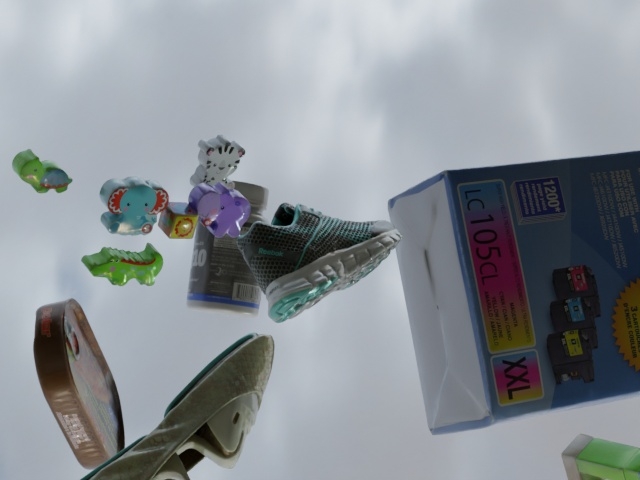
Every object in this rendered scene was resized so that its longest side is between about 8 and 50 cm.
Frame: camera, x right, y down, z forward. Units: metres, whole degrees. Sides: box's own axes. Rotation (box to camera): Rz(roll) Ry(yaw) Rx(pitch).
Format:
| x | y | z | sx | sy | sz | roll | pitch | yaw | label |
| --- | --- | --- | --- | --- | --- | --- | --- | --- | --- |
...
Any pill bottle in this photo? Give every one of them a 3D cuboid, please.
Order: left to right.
| x | y | z | sx | sy | sz | roll | pitch | yaw | label |
| --- | --- | --- | --- | --- | --- | --- | --- | --- | --- |
| -0.094 | 0.009 | 1.472 | 0.078 | 0.078 | 0.137 | 10 | -96 | -26 | pill bottle |

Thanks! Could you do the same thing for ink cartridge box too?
| x | y | z | sx | sy | sz | roll | pitch | yaw | label |
| --- | --- | --- | --- | --- | --- | --- | --- | --- | --- |
| 0.296 | 0.045 | 1.557 | 0.395 | 0.151 | 0.270 | -7 | -97 | -27 | ink cartridge box |

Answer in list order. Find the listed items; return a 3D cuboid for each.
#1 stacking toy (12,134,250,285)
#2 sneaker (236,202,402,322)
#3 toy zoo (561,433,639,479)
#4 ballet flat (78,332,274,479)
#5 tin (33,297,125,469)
| x | y | z | sx | sy | sz | roll | pitch | yaw | label |
| --- | --- | --- | --- | --- | --- | --- | --- | --- | --- |
| -0.114 | -0.028 | 1.110 | 0.221 | 0.167 | 0.052 | -1 | -61 | -37 | stacking toy |
| 0.000 | 0.000 | 1.038 | 0.076 | 0.065 | 0.166 | 53 | -149 | 9 | sneaker |
| 0.319 | 0.246 | 0.999 | 0.030 | 0.293 | 0.192 | -39 | -58 | -35 | toy zoo |
| -0.074 | 0.120 | 0.778 | 0.052 | 0.057 | 0.168 | 40 | -114 | 21 | ballet flat |
| -0.224 | 0.137 | 1.313 | 0.040 | 0.190 | 0.106 | -14 | -137 | 1 | tin |
